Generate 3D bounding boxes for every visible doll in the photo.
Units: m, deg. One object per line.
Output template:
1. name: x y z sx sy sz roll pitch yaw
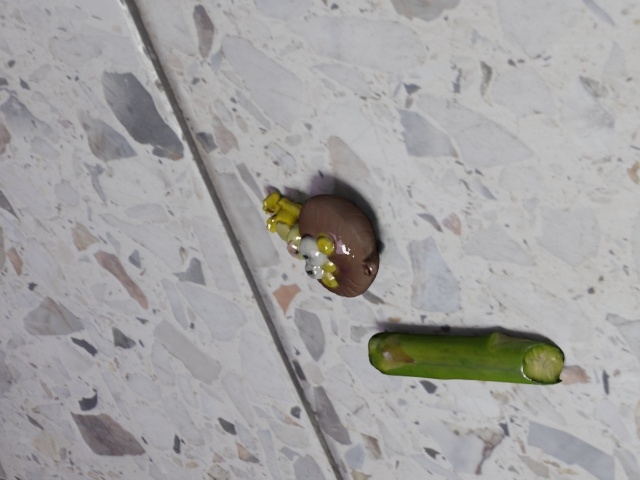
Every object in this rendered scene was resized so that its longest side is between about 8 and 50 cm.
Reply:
1. doll: 0.001 0.007 1.952 0.188 0.096 0.145 1 120 52

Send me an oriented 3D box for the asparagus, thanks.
1. asparagus: 0.180 0.150 1.958 0.277 0.060 0.067 -2 114 41
